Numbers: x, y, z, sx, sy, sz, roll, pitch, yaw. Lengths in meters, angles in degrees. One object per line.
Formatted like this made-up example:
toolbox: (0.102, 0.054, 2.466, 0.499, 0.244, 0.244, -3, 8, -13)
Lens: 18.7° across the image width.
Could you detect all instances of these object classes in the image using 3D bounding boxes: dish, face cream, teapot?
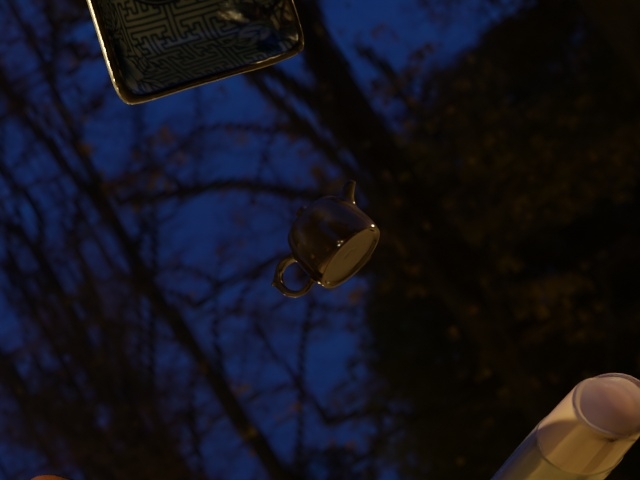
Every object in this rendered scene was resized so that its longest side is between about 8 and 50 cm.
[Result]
dish: (-0.138, -0.248, 1.670, 0.182, 0.243, 0.080, -19, 4, -26)
face cream: (0.193, 0.224, 1.743, 0.107, 0.073, 0.269, -15, -31, -45)
teapot: (0.000, 0.000, 1.756, 0.121, 0.068, 0.076, -49, -22, 5)

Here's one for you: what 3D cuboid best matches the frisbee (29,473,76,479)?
frisbee: (-0.195, 0.323, 1.855, 0.021, 0.251, 0.251, -43, -12, -34)
